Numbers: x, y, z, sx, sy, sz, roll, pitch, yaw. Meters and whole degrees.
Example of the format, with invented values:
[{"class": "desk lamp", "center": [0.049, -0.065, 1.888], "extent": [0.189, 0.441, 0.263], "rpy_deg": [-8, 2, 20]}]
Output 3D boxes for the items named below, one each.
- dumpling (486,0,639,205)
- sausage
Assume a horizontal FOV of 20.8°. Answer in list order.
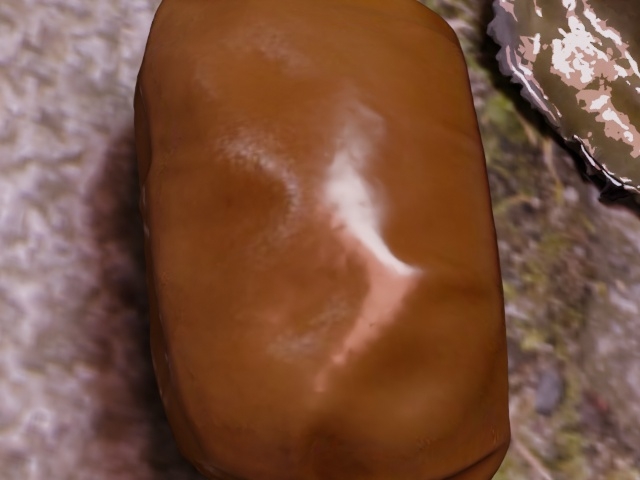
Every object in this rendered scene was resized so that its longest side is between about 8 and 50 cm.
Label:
[{"class": "dumpling", "center": [0.169, -0.110, 0.848], "extent": [0.086, 0.166, 0.332], "rpy_deg": [17, 53, -75]}, {"class": "sausage", "center": [0.000, 0.000, 0.654], "extent": [0.136, 0.120, 0.241], "rpy_deg": [-3, 58, -13]}]
